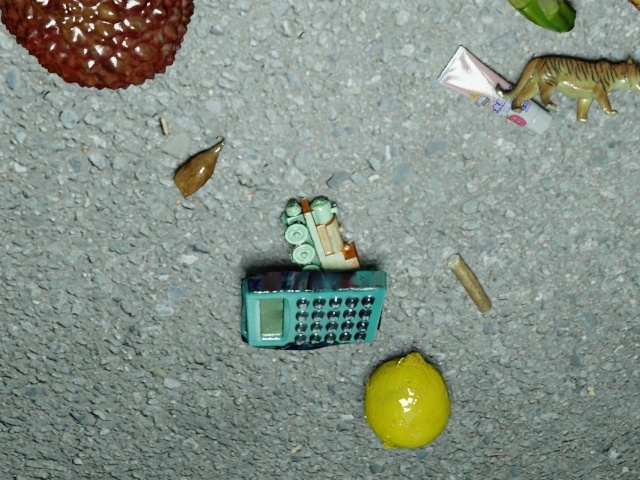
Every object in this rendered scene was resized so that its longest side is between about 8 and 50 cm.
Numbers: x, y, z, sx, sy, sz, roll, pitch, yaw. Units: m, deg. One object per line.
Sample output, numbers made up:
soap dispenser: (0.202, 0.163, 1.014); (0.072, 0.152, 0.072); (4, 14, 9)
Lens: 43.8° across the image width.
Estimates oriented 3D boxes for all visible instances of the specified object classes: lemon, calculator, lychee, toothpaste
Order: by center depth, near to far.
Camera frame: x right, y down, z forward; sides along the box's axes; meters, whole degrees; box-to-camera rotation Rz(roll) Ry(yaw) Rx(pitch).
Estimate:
lychee: (-0.302, -0.333, 1.075); (0.264, 0.300, 0.264); (-2, 85, 21)
toothpaste: (0.286, -0.236, 1.283); (0.194, 0.043, 0.067); (28, 116, -14)
calculator: (-0.012, 0.135, 1.460); (0.274, 0.058, 0.248); (-1, 149, -4)
lemon: (0.172, 0.317, 1.574); (0.173, 0.173, 0.206); (0, 109, -2)

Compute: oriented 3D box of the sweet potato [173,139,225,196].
sweet potato: (-0.199, -0.126, 1.339); (0.049, 0.049, 0.117); (39, 104, -25)

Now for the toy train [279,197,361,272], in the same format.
toy train: (0.000, 0.000, 1.414); (0.118, 0.074, 0.176); (-17, 122, 1)

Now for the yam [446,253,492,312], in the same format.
yam: (0.284, 0.083, 1.504); (0.032, 0.032, 0.145); (-28, 122, 16)

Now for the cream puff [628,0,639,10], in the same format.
cream puff: (0.494, -0.399, 1.151); (0.149, 0.084, 0.149); (-4, 129, -5)

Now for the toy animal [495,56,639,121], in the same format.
toy animal: (0.398, -0.244, 1.259); (0.241, 0.057, 0.099); (7, 79, 1)

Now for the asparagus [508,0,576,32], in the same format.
asparagus: (0.260, -0.400, 1.150); (0.287, 0.080, 0.080); (37, 115, -27)
